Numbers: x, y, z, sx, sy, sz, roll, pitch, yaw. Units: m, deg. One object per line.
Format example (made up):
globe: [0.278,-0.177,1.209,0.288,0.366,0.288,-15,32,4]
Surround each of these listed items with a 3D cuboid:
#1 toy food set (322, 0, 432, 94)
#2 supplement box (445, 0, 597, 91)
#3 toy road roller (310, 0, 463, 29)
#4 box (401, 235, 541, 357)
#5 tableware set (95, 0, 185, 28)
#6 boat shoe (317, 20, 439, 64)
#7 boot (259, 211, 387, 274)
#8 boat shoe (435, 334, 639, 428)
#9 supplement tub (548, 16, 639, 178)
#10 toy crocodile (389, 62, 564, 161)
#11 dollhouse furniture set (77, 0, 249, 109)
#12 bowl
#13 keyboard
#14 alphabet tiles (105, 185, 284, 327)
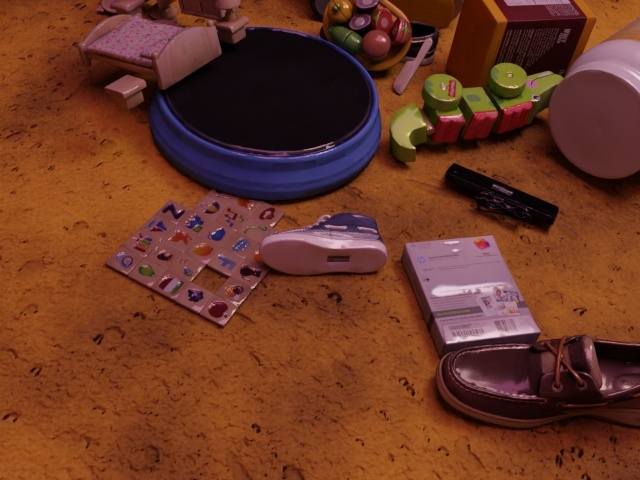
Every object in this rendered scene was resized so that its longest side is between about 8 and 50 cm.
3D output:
toy food set: [0.093,-0.380,1.571,0.218,0.071,0.128,40,95,13]
supplement box: [0.356,-0.354,1.574,0.194,0.191,0.129,-7,49,-15]
toy road roller: [0.127,-0.565,1.696,0.329,0.241,0.203,6,47,-5]
box: [0.212,0.076,1.253,0.145,0.038,0.186,-5,50,-15]
tableware set: [-0.336,-0.412,1.625,0.168,0.020,0.141,4,45,-5]
boat shoe: [0.109,-0.391,1.649,0.227,0.069,0.081,8,47,-3]
boot: [0.000,0.000,1.276,0.190,0.069,0.086,5,39,-16]
boat shoe: [0.324,0.166,1.130,0.341,0.123,0.123,6,47,-4]
supplement tub: [0.558,-0.257,1.496,0.228,0.228,0.316,39,53,24]
toy crocodile: [0.267,-0.219,1.489,0.340,0.115,0.105,-14,57,-19]
dollhouse furniture set: [-0.312,-0.398,1.436,0.303,0.174,0.355,20,45,31]
bowl: [-0.088,-0.227,1.450,0.391,0.077,0.391,4,46,-5]
keyboard: [0.286,-0.065,1.412,0.192,0.038,0.100,24,25,14]
alphabet tiles: [-0.161,0.004,1.275,0.198,0.009,0.237,26,48,14]
